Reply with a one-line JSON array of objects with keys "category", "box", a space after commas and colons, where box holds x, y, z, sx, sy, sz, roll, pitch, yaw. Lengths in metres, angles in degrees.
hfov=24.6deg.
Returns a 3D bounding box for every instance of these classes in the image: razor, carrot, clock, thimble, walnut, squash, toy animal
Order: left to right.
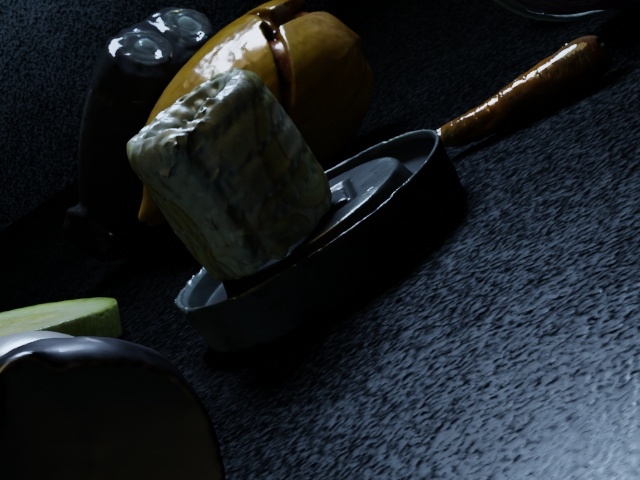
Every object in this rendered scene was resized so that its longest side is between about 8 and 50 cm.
[{"category": "squash", "box": [-0.333, 0.107, 1.547, 0.252, 0.049, 0.252, -11, 3, 1]}, {"category": "toy animal", "box": [-0.184, 0.145, 0.971, 0.187, 0.165, 0.235, -37, 11, -26]}, {"category": "razor", "box": [-0.227, -0.130, 1.844, 0.189, 0.107, 0.327, -36, -29, -47]}, {"category": "thimble", "box": [-0.078, -0.056, 1.256, 0.137, 0.143, 0.190, -31, 13, 8]}, {"category": "walnut", "box": [-0.088, -0.137, 1.716, 0.336, 0.209, 0.209, -44, 13, -2]}, {"category": "clock", "box": [0.000, 0.000, 1.311, 0.280, 0.055, 0.280, -32, 12, 8]}, {"category": "carrot", "box": [0.189, -0.133, 1.386, 0.191, 0.047, 0.047, -31, 12, 27]}]

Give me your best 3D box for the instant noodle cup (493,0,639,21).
[{"category": "instant noodle cup", "box": [0.299, -0.367, 1.405, 0.340, 0.340, 0.266, -35, 21, -7]}]
